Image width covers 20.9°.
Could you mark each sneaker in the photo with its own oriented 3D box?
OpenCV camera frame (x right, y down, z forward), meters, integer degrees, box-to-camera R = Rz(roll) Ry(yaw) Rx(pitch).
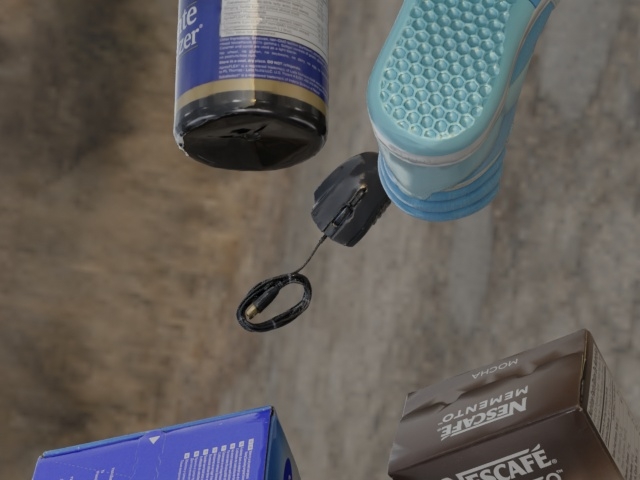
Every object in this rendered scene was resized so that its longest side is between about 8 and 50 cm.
[{"bbox_3d":[0.126,-0.158,1.426,0.319,0.127,0.208,-60,-15,-24],"label":"sneaker"}]

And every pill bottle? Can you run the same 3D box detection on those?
[{"bbox_3d":[-0.053,-0.176,1.388,0.123,0.122,0.219,123,149,-65],"label":"pill bottle"}]

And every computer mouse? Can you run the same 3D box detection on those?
[{"bbox_3d":[0.000,0.000,1.769,0.242,0.071,0.041,-52,3,-20],"label":"computer mouse"}]

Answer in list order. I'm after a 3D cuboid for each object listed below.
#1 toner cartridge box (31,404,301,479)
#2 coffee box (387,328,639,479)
[{"bbox_3d":[-0.104,0.242,0.991,0.348,0.165,0.075,-85,-20,-57],"label":"toner cartridge box"},{"bbox_3d":[0.199,0.240,1.394,0.297,0.168,0.119,59,-157,-20],"label":"coffee box"}]
